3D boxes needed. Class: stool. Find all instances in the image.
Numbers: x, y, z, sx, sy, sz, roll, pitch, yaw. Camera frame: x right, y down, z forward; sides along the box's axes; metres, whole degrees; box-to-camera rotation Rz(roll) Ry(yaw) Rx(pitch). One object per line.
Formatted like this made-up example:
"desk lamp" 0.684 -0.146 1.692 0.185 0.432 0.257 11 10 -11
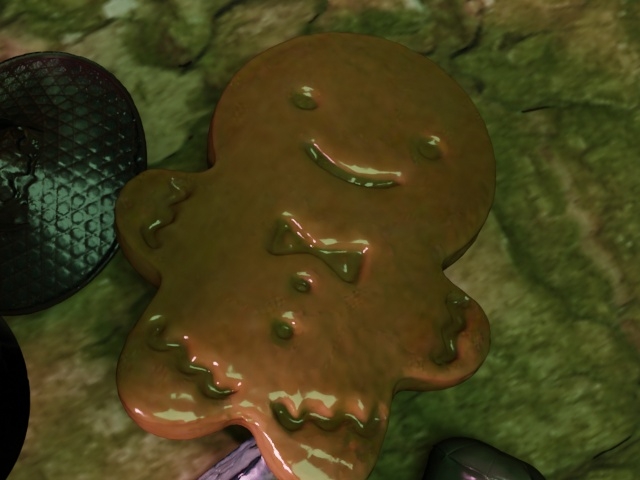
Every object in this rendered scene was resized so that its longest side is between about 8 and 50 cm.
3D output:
"stool" 0.113 0.207 1.098 0.096 0.096 0.110 23 90 -11

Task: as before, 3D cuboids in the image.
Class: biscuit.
"biscuit" 0.000 -0.001 1.026 0.275 0.052 0.355 25 62 2

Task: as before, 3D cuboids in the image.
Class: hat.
"hat" -0.221 -0.048 1.042 0.193 0.082 0.193 -21 122 -38

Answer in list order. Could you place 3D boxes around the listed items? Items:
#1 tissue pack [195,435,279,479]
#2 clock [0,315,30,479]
"tissue pack" -0.006 0.255 1.048 0.235 0.073 0.173 45 115 -8
"clock" -0.355 0.045 0.923 0.276 0.120 0.379 -36 76 6
